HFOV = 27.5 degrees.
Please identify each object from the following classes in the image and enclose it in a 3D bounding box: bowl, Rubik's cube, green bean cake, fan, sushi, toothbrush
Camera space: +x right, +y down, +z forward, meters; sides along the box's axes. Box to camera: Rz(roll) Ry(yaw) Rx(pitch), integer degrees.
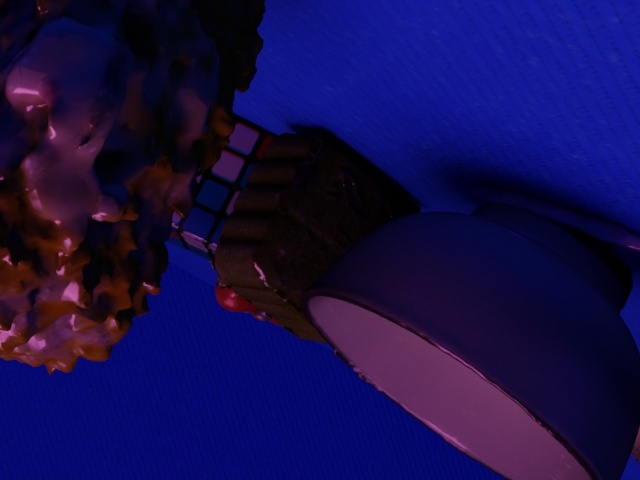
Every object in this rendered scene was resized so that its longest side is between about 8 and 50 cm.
[{"bbox_3d":[0.172,0.087,1.267,0.354,0.185,0.354,34,165,10],"label":"bowl"},{"bbox_3d":[-0.101,-0.050,1.590,0.151,0.155,0.154,27,171,5],"label":"Rubik's cube"},{"bbox_3d":[0.000,0.000,1.451,0.113,0.200,0.214,3,151,48],"label":"green bean cake"},{"bbox_3d":[0.272,0.023,1.299,0.082,0.039,0.155,26,166,20],"label":"fan"},{"bbox_3d":[-0.237,-0.101,0.995,0.351,0.397,0.240,12,164,33],"label":"sushi"},{"bbox_3d":[0.248,-0.015,1.219,0.269,0.021,0.027,20,155,38],"label":"toothbrush"}]

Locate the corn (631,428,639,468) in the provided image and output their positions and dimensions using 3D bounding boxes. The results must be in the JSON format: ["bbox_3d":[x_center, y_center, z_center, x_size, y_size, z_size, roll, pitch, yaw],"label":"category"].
[{"bbox_3d":[0.450,0.235,1.656,0.122,0.123,0.305,21,169,26],"label":"corn"}]

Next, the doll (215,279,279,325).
[{"bbox_3d":[-0.029,0.063,1.894,0.161,0.130,0.290,-19,170,35],"label":"doll"}]
